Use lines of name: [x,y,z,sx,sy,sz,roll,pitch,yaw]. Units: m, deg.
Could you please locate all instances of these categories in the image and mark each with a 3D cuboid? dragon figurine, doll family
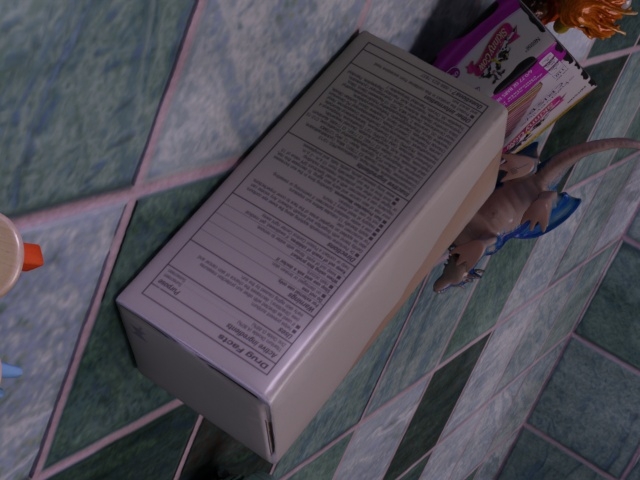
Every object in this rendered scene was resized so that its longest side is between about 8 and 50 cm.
dragon figurine: [0.198,-0.041,1.308,0.289,0.085,0.144,-38,173,24]
doll family: [0.293,-0.297,1.335,0.163,0.118,0.263,-28,145,-55]

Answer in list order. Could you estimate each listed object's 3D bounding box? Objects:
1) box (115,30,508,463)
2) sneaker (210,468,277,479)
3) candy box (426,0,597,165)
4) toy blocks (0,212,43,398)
box: [0.000,0.000,1.024,0.311,0.148,0.121,-48,159,-23]
sneaker: [-0.106,0.260,1.223,0.151,0.094,0.256,-47,168,-15]
candy box: [0.168,-0.139,1.268,0.159,0.071,0.233,-42,165,14]
toy blocks: [-0.197,0.042,0.736,0.123,0.054,0.148,-59,161,1]
